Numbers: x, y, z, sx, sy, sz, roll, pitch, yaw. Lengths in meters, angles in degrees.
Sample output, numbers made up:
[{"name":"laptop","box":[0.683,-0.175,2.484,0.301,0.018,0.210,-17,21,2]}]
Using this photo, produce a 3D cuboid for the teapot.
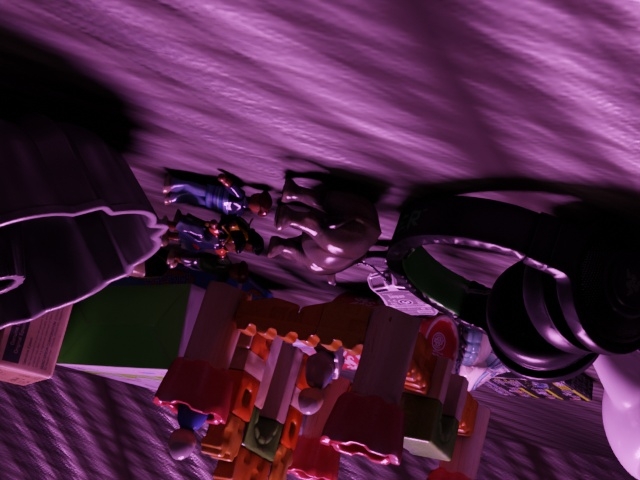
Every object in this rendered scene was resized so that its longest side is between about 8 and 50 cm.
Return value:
[{"name":"teapot","box":[0.468,0.181,1.193,0.252,0.187,0.256,-21,141,6]}]

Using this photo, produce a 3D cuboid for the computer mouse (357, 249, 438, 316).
[{"name":"computer mouse","box":[0.095,0.047,1.172,0.106,0.042,0.193,-4,155,24]}]

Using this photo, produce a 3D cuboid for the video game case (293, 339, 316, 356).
[{"name":"video game case","box":[-0.029,0.214,1.858,0.201,0.023,0.183,0,162,29]}]

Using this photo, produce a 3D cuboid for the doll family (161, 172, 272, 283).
[{"name":"doll family","box":[-0.110,-0.011,1.015,0.111,0.076,0.193,13,162,4]}]

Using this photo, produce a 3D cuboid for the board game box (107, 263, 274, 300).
[{"name":"board game box","box":[-0.195,0.077,1.417,0.210,0.047,0.160,5,164,18]}]

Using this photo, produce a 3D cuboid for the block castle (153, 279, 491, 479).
[{"name":"block castle","box":[0.019,0.235,1.161,0.303,0.213,0.453,8,159,25]}]

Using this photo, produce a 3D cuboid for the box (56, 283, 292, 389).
[{"name":"box","box":[-0.212,0.157,1.384,0.262,0.127,0.231,-4,160,39]}]

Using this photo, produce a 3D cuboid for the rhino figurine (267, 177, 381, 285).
[{"name":"rhino figurine","box":[0.000,0.000,0.995,0.106,0.073,0.243,13,166,-4]}]

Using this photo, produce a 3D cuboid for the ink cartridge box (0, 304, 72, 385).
[{"name":"ink cartridge box","box":[-0.441,0.112,1.407,0.088,0.193,0.235,18,162,-22]}]

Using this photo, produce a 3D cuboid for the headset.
[{"name":"headset","box":[0.267,0.044,0.967,0.394,0.185,0.243,25,160,0]}]

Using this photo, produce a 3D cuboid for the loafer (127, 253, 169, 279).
[{"name":"loafer","box":[-0.259,0.022,1.254,0.050,0.056,0.148,-1,171,30]}]

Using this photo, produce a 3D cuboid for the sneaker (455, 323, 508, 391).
[{"name":"sneaker","box":[0.263,0.169,1.385,0.122,0.110,0.283,3,164,7]}]

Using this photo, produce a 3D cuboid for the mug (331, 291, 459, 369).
[{"name":"mug","box":[0.111,0.131,1.317,0.169,0.113,0.150,5,-161,41]}]

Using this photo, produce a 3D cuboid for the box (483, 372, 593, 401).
[{"name":"box","box":[0.396,0.261,1.753,0.184,0.045,0.191,-4,159,31]}]

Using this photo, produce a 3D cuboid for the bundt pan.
[{"name":"bundt pan","box":[-0.316,-0.012,0.860,0.331,0.124,0.331,-20,168,-5]}]
